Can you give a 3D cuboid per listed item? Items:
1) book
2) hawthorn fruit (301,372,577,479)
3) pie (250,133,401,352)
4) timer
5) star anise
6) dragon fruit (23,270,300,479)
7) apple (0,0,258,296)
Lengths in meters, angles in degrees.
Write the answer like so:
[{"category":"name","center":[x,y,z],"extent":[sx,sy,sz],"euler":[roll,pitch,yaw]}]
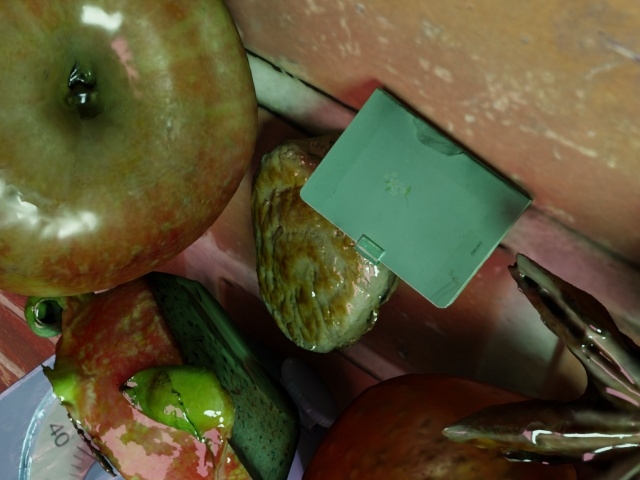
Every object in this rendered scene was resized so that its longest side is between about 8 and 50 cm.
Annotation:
[{"category":"book","center":[0.063,-0.028,0.631],"extent":[0.135,0.103,0.017],"euler":[38,-171,12]},{"category":"hawthorn fruit","center":[0.102,0.234,0.702],"extent":[0.300,0.275,0.275],"euler":[20,140,56]},{"category":"pie","center":[0.000,0.000,0.731],"extent":[0.163,0.079,0.193],"euler":[50,139,14]},{"category":"timer","center":[-0.153,0.254,0.933],"extent":[0.395,0.395,0.173],"euler":[35,-174,18]},{"category":"star anise","center":[0.213,0.108,0.518],"extent":[0.288,0.288,0.088],"euler":[37,-172,15]},{"category":"dragon fruit","center":[-0.112,0.133,0.736],"extent":[0.295,0.130,0.268],"euler":[53,-179,-13]},{"category":"apple","center":[-0.200,-0.102,0.671],"extent":[0.301,0.301,0.301],"euler":[29,142,25]}]
